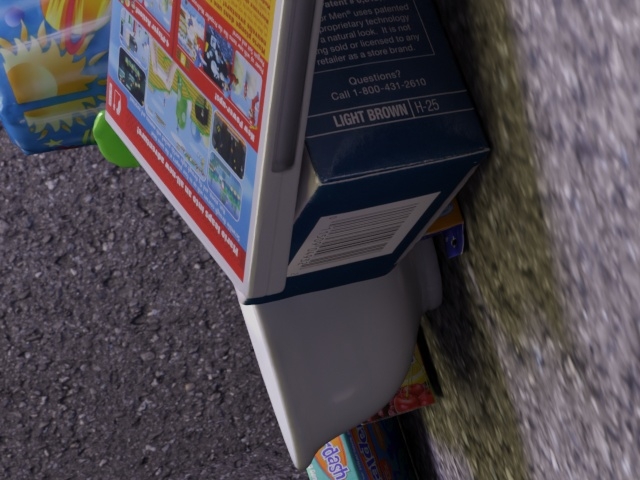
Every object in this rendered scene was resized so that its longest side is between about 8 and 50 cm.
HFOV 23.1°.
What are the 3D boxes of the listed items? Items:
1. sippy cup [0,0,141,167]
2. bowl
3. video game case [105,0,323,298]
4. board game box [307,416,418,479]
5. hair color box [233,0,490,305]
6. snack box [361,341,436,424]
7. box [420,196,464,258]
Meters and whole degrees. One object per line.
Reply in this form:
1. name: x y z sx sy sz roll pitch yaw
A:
1. sippy cup: -0.176 -0.181 1.332 0.305 0.224 0.240 -150 41 -84
2. bowl: 0.000 0.000 1.089 0.298 0.134 0.298 163 90 -85
3. video game case: -0.056 -0.142 0.796 0.204 0.025 0.285 48 139 46
4. board game box: 0.030 0.183 1.469 0.210 0.047 0.160 10 -119 -73
5. hair color box: -0.032 -0.158 0.902 0.174 0.105 0.347 126 128 -61
6. snack box: 0.025 0.041 1.305 0.174 0.070 0.207 140 114 -85
7. box: 0.054 -0.053 0.963 0.081 0.028 0.136 136 118 -83
